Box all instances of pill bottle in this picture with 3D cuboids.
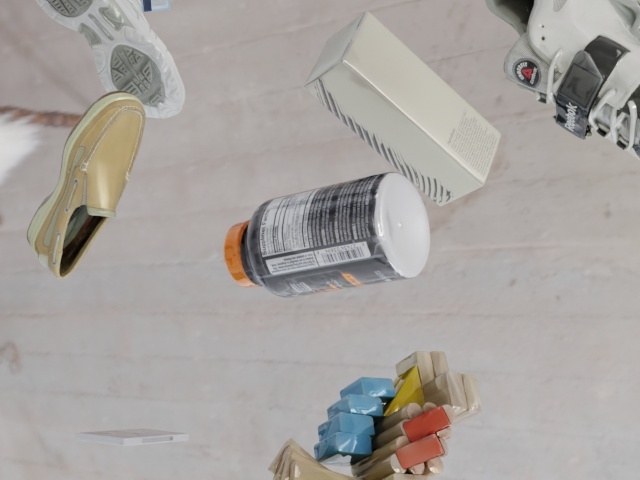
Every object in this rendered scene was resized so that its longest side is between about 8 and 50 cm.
[{"bbox_3d":[0.000,0.000,1.288,0.246,0.130,0.130,-11,97,33],"label":"pill bottle"}]

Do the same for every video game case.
[{"bbox_3d":[-0.243,0.255,1.359,0.087,0.122,0.011,-1,83,34],"label":"video game case"}]

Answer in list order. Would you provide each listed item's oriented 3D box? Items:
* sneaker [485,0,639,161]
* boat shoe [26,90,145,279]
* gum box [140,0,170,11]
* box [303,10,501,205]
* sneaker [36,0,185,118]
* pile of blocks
[{"bbox_3d":[0.258,-0.150,1.006,0.122,0.146,0.330,87,165,-51],"label":"sneaker"},{"bbox_3d":[-0.208,-0.046,0.975,0.072,0.068,0.190,51,122,40],"label":"boat shoe"},{"bbox_3d":[-0.256,-0.403,1.413,0.184,0.041,0.156,36,133,54],"label":"gum box"},{"bbox_3d":[0.118,-0.179,1.455,0.275,0.113,0.094,40,142,-19],"label":"box"},{"bbox_3d":[-0.224,-0.248,1.197,0.090,0.115,0.232,-23,118,24],"label":"sneaker"},{"bbox_3d":[0.053,0.212,1.004,0.149,0.362,0.113,40,136,-8],"label":"pile of blocks"}]
